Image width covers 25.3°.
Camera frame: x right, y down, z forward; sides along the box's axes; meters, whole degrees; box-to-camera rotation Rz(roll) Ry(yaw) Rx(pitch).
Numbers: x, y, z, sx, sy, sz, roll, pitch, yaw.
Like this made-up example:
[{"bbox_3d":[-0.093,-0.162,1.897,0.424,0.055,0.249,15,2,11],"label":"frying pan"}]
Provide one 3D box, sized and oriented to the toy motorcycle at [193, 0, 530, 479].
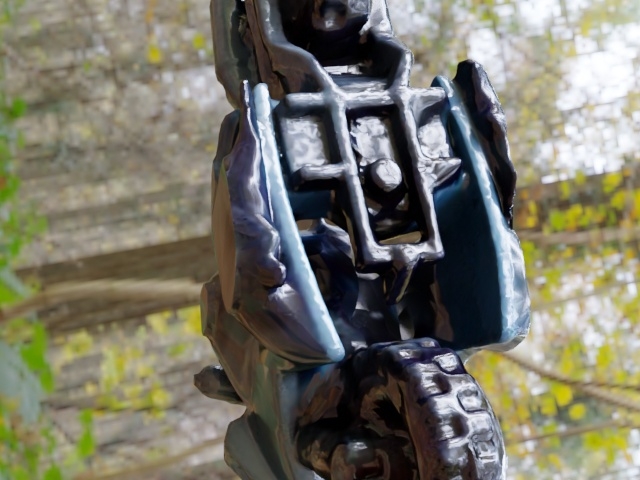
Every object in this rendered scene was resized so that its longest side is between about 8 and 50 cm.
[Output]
[{"bbox_3d":[0.000,0.000,0.809,0.232,0.172,0.416,131,-52,-62],"label":"toy motorcycle"}]
